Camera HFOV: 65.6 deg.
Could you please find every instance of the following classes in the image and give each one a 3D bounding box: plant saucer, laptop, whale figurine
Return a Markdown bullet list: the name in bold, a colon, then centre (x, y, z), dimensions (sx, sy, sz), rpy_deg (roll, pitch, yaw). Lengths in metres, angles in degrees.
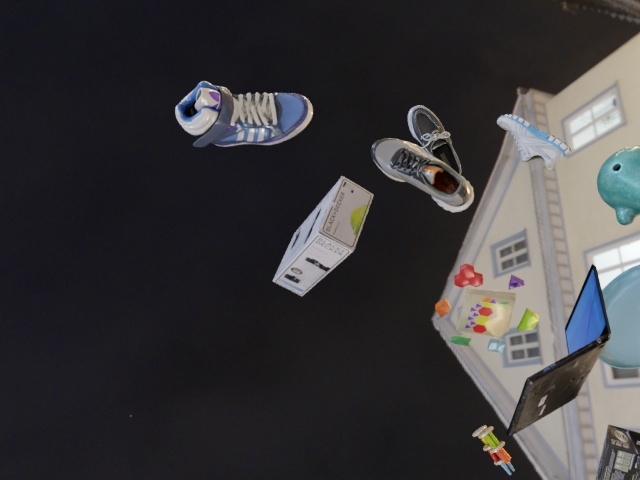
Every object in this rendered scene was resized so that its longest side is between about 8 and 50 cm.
- **plant saucer**: centre (0.857, 0.202, 1.319), dimensions (0.044, 0.317, 0.317), rpy_deg (30, -116, -12)
- **laptop**: centre (0.435, 0.209, 0.936), dimensions (0.264, 0.234, 0.136), rpy_deg (-24, -132, -12)
- **whale figurine**: centre (0.807, -0.133, 1.225), dimensions (0.141, 0.216, 0.272), rpy_deg (23, -155, -25)

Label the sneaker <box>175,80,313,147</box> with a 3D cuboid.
- **sneaker**: centre (-0.203, -0.327, 1.257), dimensions (0.323, 0.236, 0.130), rpy_deg (-8, -97, 16)

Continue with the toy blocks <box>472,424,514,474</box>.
- **toy blocks**: centre (0.529, 0.630, 1.475), dimensions (0.054, 0.123, 0.148), rpy_deg (-35, -106, -9)

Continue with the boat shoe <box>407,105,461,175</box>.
- **boat shoe**: centre (0.419, -0.359, 1.810), dimensions (0.113, 0.105, 0.306), rpy_deg (-25, -88, 4)

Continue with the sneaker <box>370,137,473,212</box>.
- **sneaker**: centre (0.235, -0.169, 1.159), dimensions (0.271, 0.108, 0.100), rpy_deg (34, -88, 22)

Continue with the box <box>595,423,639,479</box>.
- **box**: centre (0.745, 0.548, 1.171), dimensions (0.077, 0.147, 0.180), rpy_deg (-37, -50, -54)

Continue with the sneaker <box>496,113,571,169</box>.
- **sneaker**: centre (0.501, -0.238, 1.208), dimensions (0.191, 0.083, 0.071), rpy_deg (42, -165, 30)

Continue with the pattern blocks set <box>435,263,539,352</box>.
- **pattern blocks set**: centre (0.484, 0.209, 1.452), dimensions (0.286, 0.324, 0.026), rpy_deg (15, -138, 4)

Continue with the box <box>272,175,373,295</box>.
- **box**: centre (0.000, 0.000, 1.159), dimensions (0.087, 0.290, 0.169), rpy_deg (29, -125, -10)
